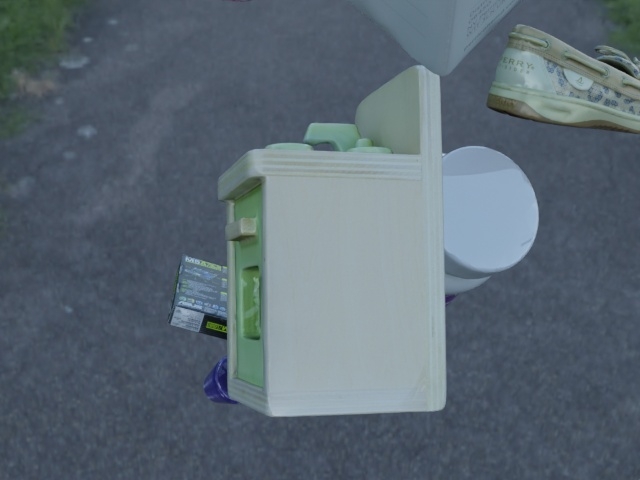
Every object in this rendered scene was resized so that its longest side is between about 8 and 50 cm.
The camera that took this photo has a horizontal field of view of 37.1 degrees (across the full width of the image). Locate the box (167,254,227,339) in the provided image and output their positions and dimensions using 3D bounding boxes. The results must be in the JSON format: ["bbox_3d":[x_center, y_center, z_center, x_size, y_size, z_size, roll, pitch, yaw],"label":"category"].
[{"bbox_3d":[-0.155,0.104,1.609,0.191,0.045,0.184,16,21,-11],"label":"box"}]

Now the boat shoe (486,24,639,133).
[{"bbox_3d":[0.292,-0.164,0.994,0.285,0.089,0.105,-4,18,-42],"label":"boat shoe"}]

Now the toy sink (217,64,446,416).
[{"bbox_3d":[0.000,0.000,0.680,0.131,0.234,0.153,1,-4,-15],"label":"toy sink"}]

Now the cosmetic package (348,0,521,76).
[{"bbox_3d":[0.030,-0.258,0.352,0.217,0.385,0.156,41,79,17],"label":"cosmetic package"}]

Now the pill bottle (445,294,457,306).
[{"bbox_3d":[0.216,0.007,1.736,0.182,0.323,0.181,16,49,-20],"label":"pill bottle"}]

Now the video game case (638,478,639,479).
[{"bbox_3d":[0.270,0.203,0.600,0.227,0.206,0.026,-22,20,-32],"label":"video game case"}]

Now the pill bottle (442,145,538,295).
[{"bbox_3d":[0.116,-0.010,1.111,0.161,0.283,0.161,4,78,-21],"label":"pill bottle"}]

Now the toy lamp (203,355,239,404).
[{"bbox_3d":[-0.084,0.186,1.396,0.080,0.275,0.080,15,63,-32],"label":"toy lamp"}]
